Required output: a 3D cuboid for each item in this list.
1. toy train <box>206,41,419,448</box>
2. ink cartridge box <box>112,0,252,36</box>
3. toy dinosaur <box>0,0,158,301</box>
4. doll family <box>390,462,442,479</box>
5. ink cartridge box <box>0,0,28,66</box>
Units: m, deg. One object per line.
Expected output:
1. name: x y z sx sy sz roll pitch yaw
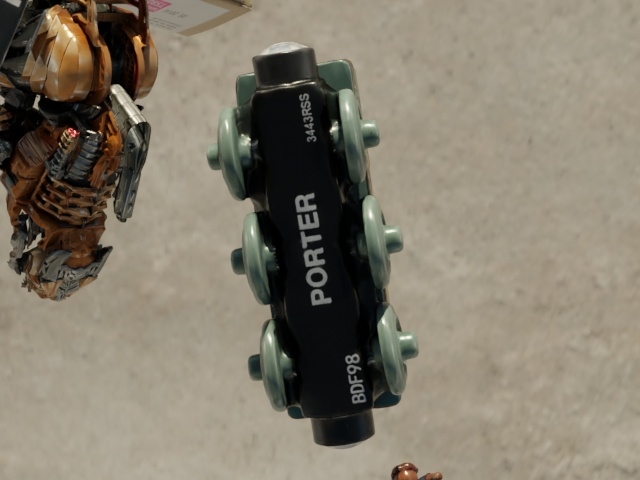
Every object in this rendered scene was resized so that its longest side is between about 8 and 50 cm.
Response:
1. toy train: 0.000 0.000 1.507 0.142 0.190 0.333 -10 97 6
2. ink cartridge box: -0.179 -0.310 1.715 0.088 0.235 0.193 -20 76 27
3. toy dinosaur: -0.179 -0.127 1.303 0.218 0.164 0.322 30 94 41
4. doll family: 0.072 0.274 1.542 0.076 0.193 0.111 22 28 -26
5. ink cartridge box: -0.264 -0.102 0.961 0.176 0.069 0.371 24 84 -30
